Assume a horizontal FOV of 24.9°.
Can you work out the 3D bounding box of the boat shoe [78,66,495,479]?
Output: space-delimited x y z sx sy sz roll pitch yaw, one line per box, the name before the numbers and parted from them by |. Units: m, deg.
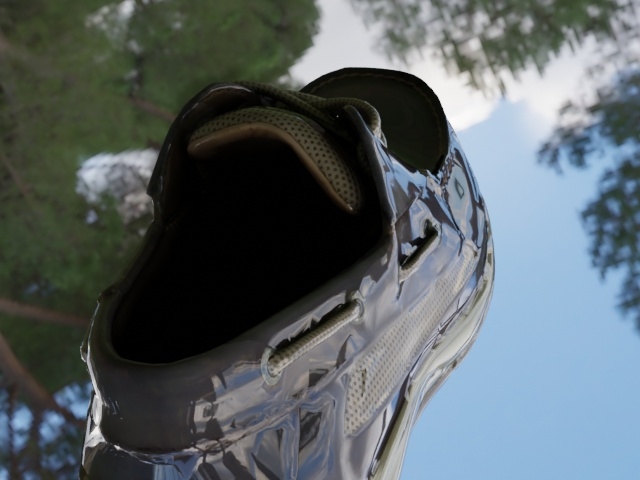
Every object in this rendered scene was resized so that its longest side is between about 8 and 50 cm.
boat shoe | 0.000 0.000 0.591 0.132 0.130 0.355 2 -148 11
